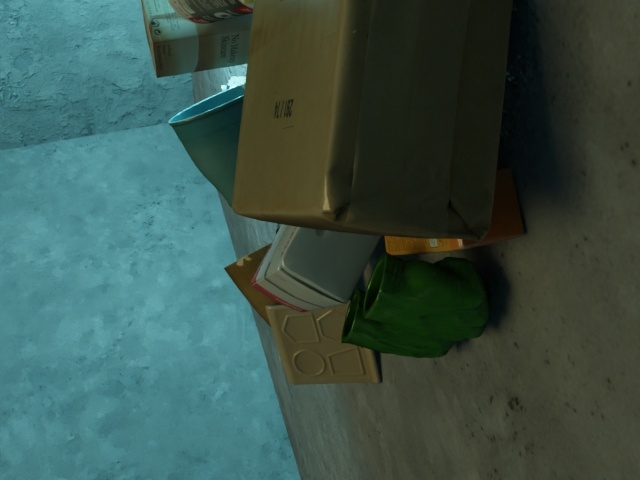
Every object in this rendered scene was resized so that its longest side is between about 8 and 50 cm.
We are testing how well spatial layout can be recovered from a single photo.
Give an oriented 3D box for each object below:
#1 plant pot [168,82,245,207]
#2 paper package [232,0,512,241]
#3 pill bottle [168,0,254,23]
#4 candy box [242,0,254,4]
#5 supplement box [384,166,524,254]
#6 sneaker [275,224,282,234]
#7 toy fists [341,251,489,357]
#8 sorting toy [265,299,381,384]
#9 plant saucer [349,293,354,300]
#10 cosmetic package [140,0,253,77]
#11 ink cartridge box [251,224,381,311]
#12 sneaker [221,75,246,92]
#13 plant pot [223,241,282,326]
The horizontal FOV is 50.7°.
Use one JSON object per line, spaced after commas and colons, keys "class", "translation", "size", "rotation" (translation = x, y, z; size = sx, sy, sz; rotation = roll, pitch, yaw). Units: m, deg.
{"class": "plant pot", "translation": [-0.189, -0.229, 1.646], "size": [0.255, 0.272, 0.271], "rotation": [66, 171, -20]}
{"class": "paper package", "translation": [0.037, -0.161, 0.705], "size": [0.325, 0.168, 0.309], "rotation": [-175, 92, -70]}
{"class": "pill bottle", "translation": [-0.149, -0.488, 1.211], "size": [0.283, 0.161, 0.161], "rotation": [9, 113, 46]}
{"class": "candy box", "translation": [-0.063, -0.499, 0.991], "size": [0.087, 0.183, 0.316], "rotation": [106, 149, -62]}
{"class": "supplement box", "translation": [0.142, -0.028, 0.794], "size": [0.233, 0.078, 0.080], "rotation": [160, 97, -76]}
{"class": "sneaker", "translation": [-0.061, 0.014, 1.733], "size": [0.082, 0.069, 0.209], "rotation": [-69, -24, -44]}
{"class": "toy fists", "translation": [0.121, 0.087, 0.860], "size": [0.279, 0.142, 0.096], "rotation": [114, 171, -67]}
{"class": "sorting toy", "translation": [0.007, 0.200, 1.332], "size": [0.038, 0.208, 0.193], "rotation": [-57, -43, -56]}
{"class": "plant saucer", "translation": [0.041, 0.089, 1.313], "size": [0.192, 0.018, 0.067], "rotation": [59, 170, -9]}
{"class": "cosmetic package", "translation": [-0.219, -0.454, 1.432], "size": [0.153, 0.296, 0.129], "rotation": [117, 138, -72]}
{"class": "ink cartridge box", "translation": [0.000, 0.000, 1.086], "size": [0.207, 0.117, 0.283], "rotation": [-62, 9, -13]}
{"class": "sneaker", "translation": [-0.213, -0.419, 1.915], "size": [0.235, 0.095, 0.090], "rotation": [-84, -16, -66]}
{"class": "plant pot", "translation": [-0.040, 0.112, 1.429], "size": [0.254, 0.237, 0.237], "rotation": [62, 167, -3]}
